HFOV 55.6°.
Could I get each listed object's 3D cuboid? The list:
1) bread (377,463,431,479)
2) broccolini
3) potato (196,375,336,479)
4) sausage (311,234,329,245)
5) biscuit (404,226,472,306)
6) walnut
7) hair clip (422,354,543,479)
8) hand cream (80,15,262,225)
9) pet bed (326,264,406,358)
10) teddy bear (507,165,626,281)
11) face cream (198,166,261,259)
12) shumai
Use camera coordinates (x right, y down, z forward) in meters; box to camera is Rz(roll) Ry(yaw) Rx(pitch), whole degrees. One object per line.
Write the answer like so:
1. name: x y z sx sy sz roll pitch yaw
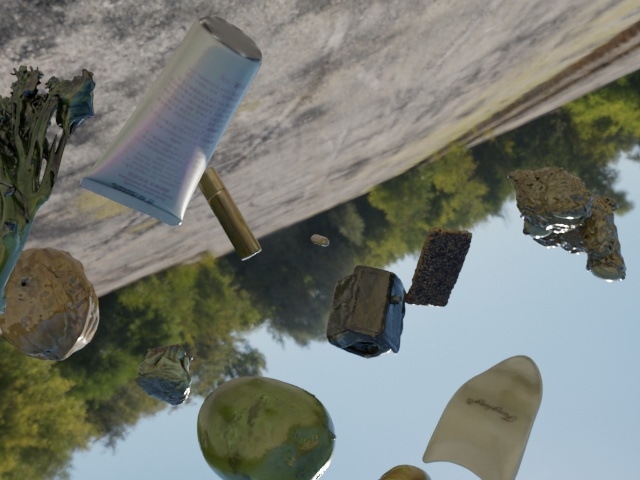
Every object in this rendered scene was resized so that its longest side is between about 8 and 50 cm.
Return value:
1. bread: 0.140 0.549 1.239 0.213 0.104 0.213 -39 151 -27
2. broccolini: -0.239 -0.010 0.380 0.123 0.271 0.062 -2 146 19
3. potato: -0.112 0.365 1.158 0.304 0.216 0.216 15 -152 41
4. sausage: 0.000 0.000 1.539 0.024 0.024 0.132 -24 -170 -11
5. biscuit: 0.308 0.074 1.579 0.131 0.231 0.025 5 -153 -19
6. walnut: -0.541 0.123 1.197 0.198 0.245 0.198 -24 159 -10
7. hair clip: 0.344 0.346 1.190 0.172 0.113 0.282 20 -141 36
8. hand cream: -0.233 -0.191 1.005 0.359 0.185 0.118 -52 -146 21
9. pet bed: 0.135 0.192 1.609 0.159 0.183 0.211 -33 -144 50
10. teddy bear: 0.488 -0.051 1.213 0.156 0.256 0.267 -60 -145 12
11. face cream: -0.276 -0.077 1.813 0.067 0.285 0.139 -31 -176 -20
12. shumai: -0.443 0.387 1.788 0.184 0.184 0.142 -22 -151 44
